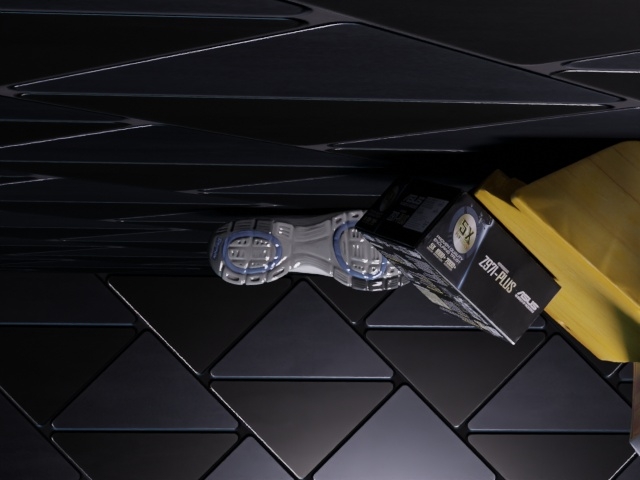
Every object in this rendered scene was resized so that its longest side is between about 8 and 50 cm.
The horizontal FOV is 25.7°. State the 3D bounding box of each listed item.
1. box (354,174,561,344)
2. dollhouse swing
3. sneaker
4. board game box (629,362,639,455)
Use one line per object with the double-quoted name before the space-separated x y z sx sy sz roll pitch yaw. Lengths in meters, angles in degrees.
"box" 0.135 0.016 1.417 0.147 0.077 0.180 43 173 -17
"dollhouse swing" 0.357 -0.045 1.395 0.315 0.305 0.347 42 175 1
"sneaker" 0.000 0.000 1.881 0.297 0.111 0.129 4 -169 -1
"board game box" 0.448 0.088 1.362 0.318 0.066 0.318 -38 178 16
